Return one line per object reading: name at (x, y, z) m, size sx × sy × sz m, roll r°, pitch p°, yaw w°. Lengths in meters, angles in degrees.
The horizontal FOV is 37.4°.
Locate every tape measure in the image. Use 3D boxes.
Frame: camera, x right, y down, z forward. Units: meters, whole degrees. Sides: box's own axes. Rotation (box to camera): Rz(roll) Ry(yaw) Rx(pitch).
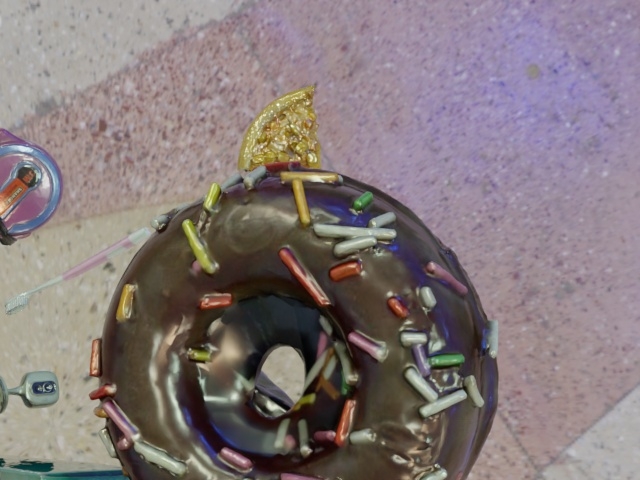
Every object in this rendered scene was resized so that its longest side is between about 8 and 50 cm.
tape measure at (-0.356, -0.064, 1.069) m, size 0.125 × 0.074 × 0.118 m, roll 45°, pitch 79°, yaw -23°

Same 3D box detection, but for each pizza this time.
pizza at (-0.048, -0.150, 1.441) m, size 0.178 × 0.041 × 0.131 m, roll -37°, pitch 96°, yaw -10°

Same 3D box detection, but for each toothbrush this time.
toothbrush at (-0.383, 0.050, 1.478) m, size 0.286 × 0.020 × 0.025 m, roll -27°, pitch 50°, yaw 16°

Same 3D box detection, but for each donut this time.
donut at (-0.024, 0.080, 0.588) m, size 0.269 × 0.103 × 0.270 m, roll -1°, pitch 87°, yaw 16°

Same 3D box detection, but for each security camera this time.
security camera at (-0.390, 0.197, 1.253) m, size 0.092 × 0.058 × 0.058 m, roll -6°, pitch 80°, yaw -44°

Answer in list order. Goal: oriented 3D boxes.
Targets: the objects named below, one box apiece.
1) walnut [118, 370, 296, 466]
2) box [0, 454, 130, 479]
walnut at (-0.120, 0.232, 1.076) m, size 0.224 × 0.224 × 0.224 m, roll 3°, pitch 78°, yaw -15°
box at (-0.252, 0.250, 0.744) m, size 0.092 × 0.245 × 0.153 m, roll 11°, pitch 75°, yaw -48°
